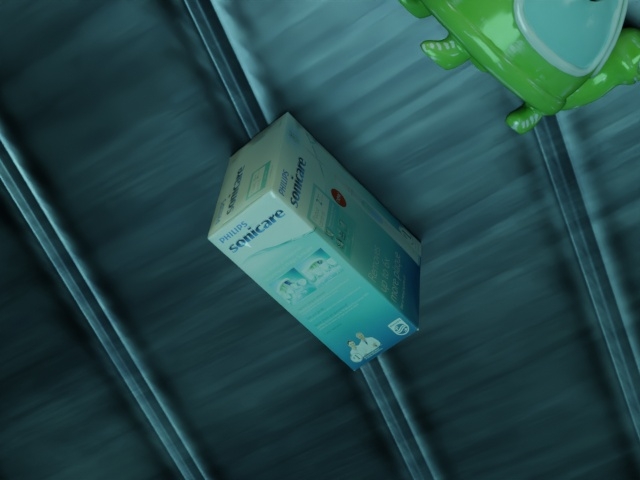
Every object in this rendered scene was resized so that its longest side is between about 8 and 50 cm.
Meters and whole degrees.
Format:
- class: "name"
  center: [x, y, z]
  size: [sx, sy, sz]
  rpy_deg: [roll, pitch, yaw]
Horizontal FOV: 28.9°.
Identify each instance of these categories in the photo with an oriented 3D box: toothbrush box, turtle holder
- class: "toothbrush box"
  center: [0.000, 0.000, 1.728]
  size: [0.126, 0.216, 0.295]
  rpy_deg: [-37, 113, 26]
- class: "turtle holder"
  center: [0.269, -0.269, 1.495]
  size: [0.320, 0.243, 0.227]
  rpy_deg: [42, 109, -9]
